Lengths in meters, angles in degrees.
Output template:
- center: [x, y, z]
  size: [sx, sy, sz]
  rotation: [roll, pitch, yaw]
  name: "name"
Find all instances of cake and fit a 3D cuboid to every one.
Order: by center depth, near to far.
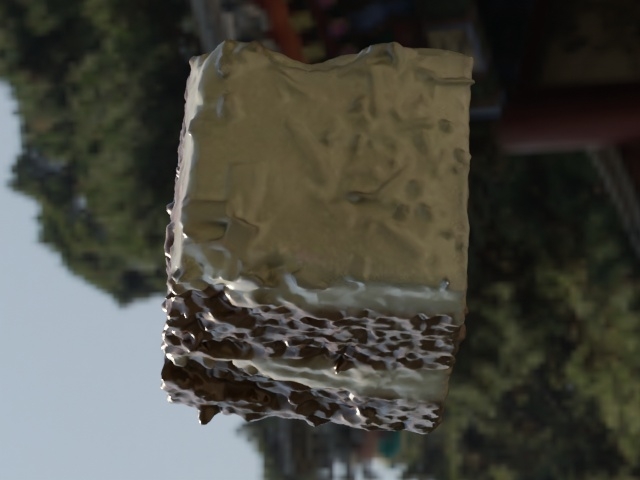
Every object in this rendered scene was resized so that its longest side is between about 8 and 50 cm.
- center: [0.000, 0.000, 0.774]
  size: [0.147, 0.135, 0.135]
  rotation: [101, 173, -67]
  name: "cake"
